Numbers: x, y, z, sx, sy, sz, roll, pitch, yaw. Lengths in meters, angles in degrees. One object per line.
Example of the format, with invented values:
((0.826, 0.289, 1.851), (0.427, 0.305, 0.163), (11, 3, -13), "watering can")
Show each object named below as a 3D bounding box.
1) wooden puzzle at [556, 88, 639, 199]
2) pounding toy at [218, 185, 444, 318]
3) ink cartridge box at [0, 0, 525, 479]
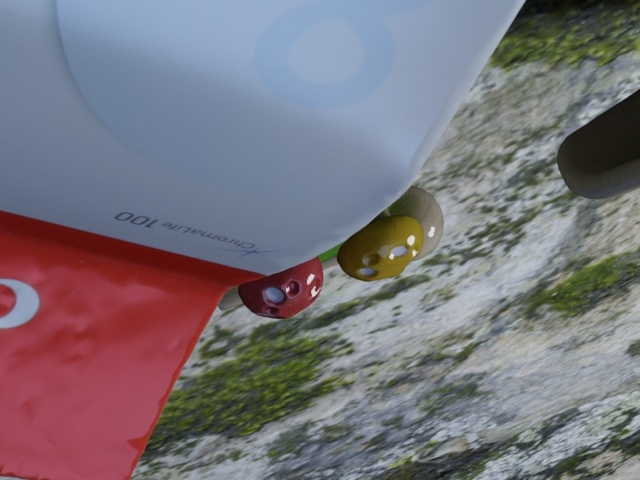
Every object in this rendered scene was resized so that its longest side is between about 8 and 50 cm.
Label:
((0.347, -0.110, 0.829), (0.322, 0.080, 0.348), (-32, -170, -31), "wooden puzzle")
((0.000, 0.000, 0.939), (0.183, 0.110, 0.237), (-26, 154, 0), "pounding toy")
((-0.125, -0.035, 0.590), (0.308, 0.091, 0.385), (14, 118, -31), "ink cartridge box")
